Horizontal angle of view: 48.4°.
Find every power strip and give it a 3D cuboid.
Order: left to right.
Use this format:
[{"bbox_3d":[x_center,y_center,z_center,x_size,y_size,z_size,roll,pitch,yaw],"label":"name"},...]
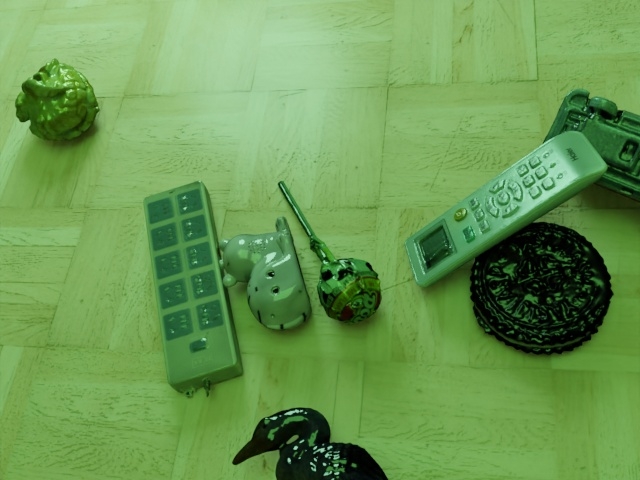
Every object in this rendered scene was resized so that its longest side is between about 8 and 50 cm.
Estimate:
[{"bbox_3d":[-0.197,0.066,1.084,0.106,0.043,0.368,-18,58,2],"label":"power strip"}]

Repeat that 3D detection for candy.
[{"bbox_3d":[0.000,0.000,1.069,0.091,0.083,0.305,-52,47,24],"label":"candy"}]

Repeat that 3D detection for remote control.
[{"bbox_3d":[0.250,-0.039,0.986,0.293,0.051,0.103,-34,35,19],"label":"remote control"}]

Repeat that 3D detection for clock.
[{"bbox_3d":[-0.084,0.057,1.044,0.117,0.080,0.176,-18,58,1],"label":"clock"}]

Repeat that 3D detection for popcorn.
[{"bbox_3d":[-0.471,-0.246,1.285,0.135,0.162,0.142,27,91,-12],"label":"popcorn"}]

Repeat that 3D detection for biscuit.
[{"bbox_3d":[0.299,0.063,0.975,0.194,0.053,0.195,-6,59,9],"label":"biscuit"}]

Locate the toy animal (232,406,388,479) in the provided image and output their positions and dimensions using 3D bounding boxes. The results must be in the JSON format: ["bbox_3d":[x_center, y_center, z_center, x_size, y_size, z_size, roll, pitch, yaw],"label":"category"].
[{"bbox_3d":[0.013,0.330,0.840,0.298,0.122,0.185,28,65,33],"label":"toy animal"}]

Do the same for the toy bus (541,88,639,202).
[{"bbox_3d":[0.452,-0.107,0.992,0.265,0.119,0.121,28,99,28],"label":"toy bus"}]
